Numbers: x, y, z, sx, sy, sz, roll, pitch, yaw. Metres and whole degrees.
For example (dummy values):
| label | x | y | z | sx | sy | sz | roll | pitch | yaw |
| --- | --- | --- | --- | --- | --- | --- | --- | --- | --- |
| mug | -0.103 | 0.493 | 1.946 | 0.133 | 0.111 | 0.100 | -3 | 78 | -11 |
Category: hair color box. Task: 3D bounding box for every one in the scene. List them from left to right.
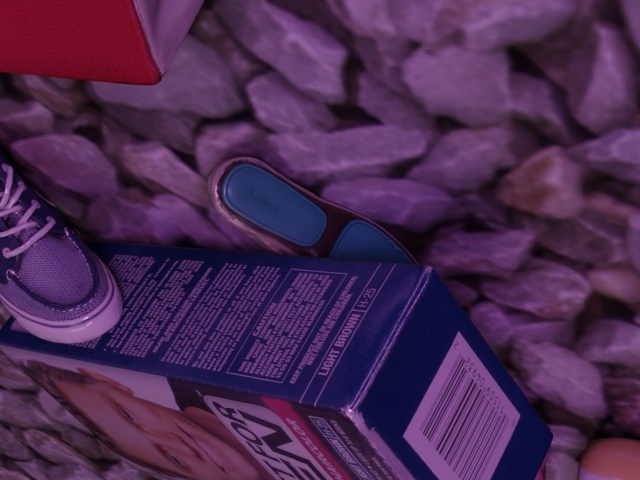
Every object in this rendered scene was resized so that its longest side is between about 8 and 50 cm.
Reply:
| label | x | y | z | sx | sy | sz | roll | pitch | yaw |
| --- | --- | --- | --- | --- | --- | --- | --- | --- | --- |
| hair color box | -0.043 | 0.097 | 0.780 | 0.347 | 0.105 | 0.174 | 4 | 142 | 45 |

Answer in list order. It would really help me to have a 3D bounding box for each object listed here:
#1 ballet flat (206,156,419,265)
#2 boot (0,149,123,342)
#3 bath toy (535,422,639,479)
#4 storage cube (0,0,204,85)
| label | x | y | z | sx | sy | sz | roll | pitch | yaw |
| --- | --- | --- | --- | --- | --- | --- | --- | --- | --- |
| ballet flat | 0.000 | 0.000 | 0.757 | 0.168 | 0.057 | 0.052 | 37 | 169 | -12 |
| boot | -0.205 | -0.008 | 0.781 | 0.190 | 0.069 | 0.086 | 32 | 151 | 38 |
| bath toy | 0.137 | 0.184 | 0.836 | 0.348 | 0.129 | 0.151 | 9 | 141 | 19 |
| storage cube | -0.137 | -0.194 | 0.470 | 0.193 | 0.184 | 0.215 | 7 | 140 | 18 |
